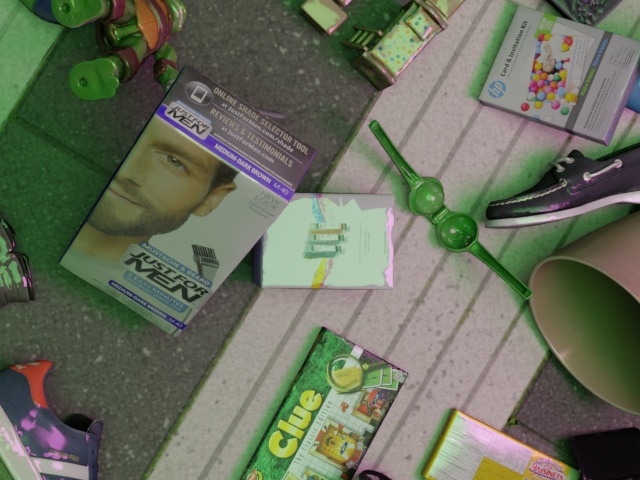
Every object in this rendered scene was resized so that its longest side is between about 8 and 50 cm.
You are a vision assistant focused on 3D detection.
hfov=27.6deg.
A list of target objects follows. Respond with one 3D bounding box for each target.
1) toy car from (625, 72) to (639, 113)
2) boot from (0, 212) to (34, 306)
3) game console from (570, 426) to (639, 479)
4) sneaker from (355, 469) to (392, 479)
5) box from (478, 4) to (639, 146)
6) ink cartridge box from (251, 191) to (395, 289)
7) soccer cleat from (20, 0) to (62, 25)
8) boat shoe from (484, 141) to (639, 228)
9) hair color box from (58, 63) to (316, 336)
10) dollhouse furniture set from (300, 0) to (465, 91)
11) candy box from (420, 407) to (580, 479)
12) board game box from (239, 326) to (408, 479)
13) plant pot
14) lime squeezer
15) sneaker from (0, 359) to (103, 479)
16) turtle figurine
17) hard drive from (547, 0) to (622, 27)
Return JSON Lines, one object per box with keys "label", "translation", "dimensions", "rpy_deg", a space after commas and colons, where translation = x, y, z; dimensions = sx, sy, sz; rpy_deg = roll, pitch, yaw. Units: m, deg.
{"label": "toy car", "translation": [0.566, -0.259, 1.783], "dimensions": [0.219, 0.210, 0.238], "rpy_deg": [26, 74, -2]}
{"label": "boot", "translation": [-0.441, 0.091, 1.679], "dimensions": [0.161, 0.083, 0.246], "rpy_deg": [-16, 95, -14]}
{"label": "game console", "translation": [0.405, 0.332, 1.836], "dimensions": [0.122, 0.071, 0.107], "rpy_deg": [-4, 122, -24]}
{"label": "sneaker", "translation": [0.126, 0.541, 1.759], "dimensions": [0.257, 0.169, 0.447], "rpy_deg": [-43, 97, 8]}
{"label": "box", "translation": [0.328, -0.225, 1.769], "dimensions": [0.186, 0.038, 0.145], "rpy_deg": [23, 87, 26]}
{"label": "ink cartridge box", "translation": [0.000, 0.000, 1.721], "dimensions": [0.176, 0.128, 0.127], "rpy_deg": [2, 91, -8]}
{"label": "soccer cleat", "translation": [-0.303, -0.418, 1.686], "dimensions": [0.121, 0.093, 0.289], "rpy_deg": [27, 86, -2]}
{"label": "boat shoe", "translation": [0.358, -0.080, 1.791], "dimensions": [0.302, 0.114, 0.091], "rpy_deg": [-13, 94, -21]}
{"label": "hair color box", "translation": [-0.170, -0.038, 1.594], "dimensions": [0.185, 0.339, 0.110], "rpy_deg": [33, 46, -8]}
{"label": "dollhouse furniture set", "translation": [0.092, -0.323, 1.744], "dimensions": [0.161, 0.101, 0.182], "rpy_deg": [43, 84, -7]}
{"label": "candy box", "translation": [0.252, 0.324, 1.816], "dimensions": [0.206, 0.027, 0.105], "rpy_deg": [28, 83, -9]}
{"label": "board game box", "translation": [0.000, 0.262, 1.776], "dimensions": [0.136, 0.030, 0.260], "rpy_deg": [29, 86, -6]}
{"label": "plant pot", "translation": [0.467, 0.056, 1.756], "dimensions": [0.274, 0.256, 0.256], "rpy_deg": [-35, 96, -24]}
{"label": "lime squeezer", "translation": [0.162, -0.035, 1.759], "dimensions": [0.059, 0.110, 0.310], "rpy_deg": [-41, 92, 11]}
{"label": "sneaker", "translation": [-0.324, 0.312, 1.682], "dimensions": [0.148, 0.131, 0.350], "rpy_deg": [-33, 109, -33]}
{"label": "turtle figurine", "translation": [-0.183, -0.264, 1.593], "dimensions": [0.274, 0.266, 0.198], "rpy_deg": [29, 117, 14]}
{"label": "hard drive", "translation": [0.389, -0.429, 1.814], "dimensions": [0.172, 0.054, 0.255], "rpy_deg": [42, 85, -7]}
